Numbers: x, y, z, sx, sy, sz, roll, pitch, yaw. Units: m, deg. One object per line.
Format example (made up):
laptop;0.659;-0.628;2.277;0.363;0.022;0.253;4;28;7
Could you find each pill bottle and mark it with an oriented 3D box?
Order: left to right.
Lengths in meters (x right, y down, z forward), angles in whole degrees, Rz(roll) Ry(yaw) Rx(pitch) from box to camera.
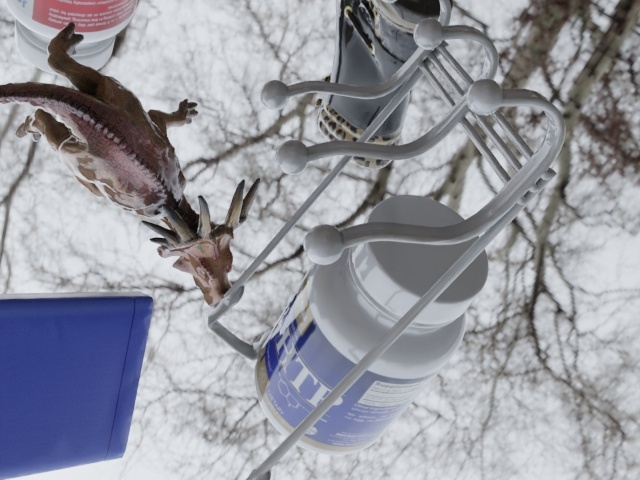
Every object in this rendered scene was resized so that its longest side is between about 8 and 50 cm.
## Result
pill bottle;-0.404;-0.478;1.653;0.229;0.407;0.229;11;-130;-13
pill bottle;0.033;0.058;0.679;0.112;0.186;0.112;13;-131;-16

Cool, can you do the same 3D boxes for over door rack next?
over door rack;0.000;0.000;0.641;0.108;0.324;0.239;22;-157;-20

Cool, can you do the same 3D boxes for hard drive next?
hard drive;-0.335;0.163;1.113;0.040;0.210;0.319;19;-170;38

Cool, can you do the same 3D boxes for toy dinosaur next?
toy dinosaur;-0.162;-0.068;0.871;0.296;0.127;0.200;36;-171;-48

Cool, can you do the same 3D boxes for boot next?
boot;0.061;-0.315;1.503;0.138;0.284;0.377;-4;-139;-23
